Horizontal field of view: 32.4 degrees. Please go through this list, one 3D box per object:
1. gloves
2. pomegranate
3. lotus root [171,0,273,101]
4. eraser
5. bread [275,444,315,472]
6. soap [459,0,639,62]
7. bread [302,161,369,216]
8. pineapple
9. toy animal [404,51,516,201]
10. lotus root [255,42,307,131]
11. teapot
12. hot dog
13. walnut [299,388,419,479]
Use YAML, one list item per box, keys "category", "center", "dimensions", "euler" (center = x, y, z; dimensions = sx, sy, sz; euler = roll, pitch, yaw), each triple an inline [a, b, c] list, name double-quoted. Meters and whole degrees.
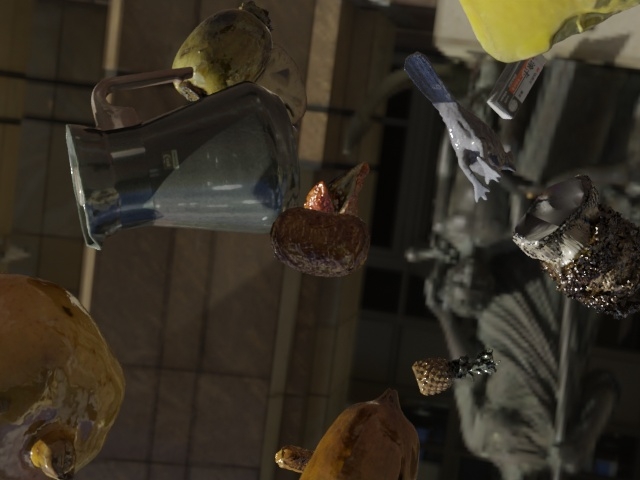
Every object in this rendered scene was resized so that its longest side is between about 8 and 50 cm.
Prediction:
- category: "gloves"
  center: [0.504, 0.017, 2.027]
  dimensions: [0.312, 0.210, 0.135]
  euler: [46, 156, -24]
- category: "pomegranate"
  center: [-0.418, 0.210, 1.484]
  dimensions: [0.342, 0.342, 0.342]
  euler: [7, -174, -1]
- category: "lotus root"
  center: [-0.164, -0.351, 2.021]
  dimensions: [0.154, 0.154, 0.278]
  euler: [11, -131, 32]
- category: "eraser"
  center: [0.326, -0.265, 1.830]
  dimensions: [0.052, 0.122, 0.029]
  euler: [37, 169, -33]
- category: "bread"
  center: [-0.022, 0.435, 2.161]
  dimensions: [0.157, 0.052, 0.044]
  euler: [23, -146, -40]
- category: "soap"
  center: [0.268, -0.466, 1.406]
  dimensions: [0.306, 0.427, 0.115]
  euler: [-21, -155, 2]
- category: "bread"
  center: [0.020, -0.045, 2.093]
  dimensions: [0.139, 0.095, 0.269]
  euler: [-30, 165, -23]
- category: "pineapple"
  center: [0.198, 0.184, 1.598]
  dimensions: [0.124, 0.058, 0.058]
  euler: [-19, -177, 7]
- category: "toy animal"
  center: [0.279, -0.174, 2.022]
  dimensions: [0.081, 0.206, 0.367]
  euler: [-30, 137, 24]
- category: "lotus root"
  center: [-0.128, -0.351, 2.424]
  dimensions: [0.074, 0.170, 0.261]
  euler: [9, 160, 44]
- category: "teapot"
  center: [-0.228, -0.137, 1.782]
  dimensions: [0.344, 0.300, 0.253]
  euler: [-10, 163, -16]
- category: "hot dog"
  center: [0.000, 0.001, 1.607]
  dimensions: [0.147, 0.099, 0.065]
  euler: [5, 171, 8]
- category: "walnut"
  center: [0.075, 0.421, 1.991]
  dimensions: [0.209, 0.336, 0.209]
  euler: [22, 160, 8]
